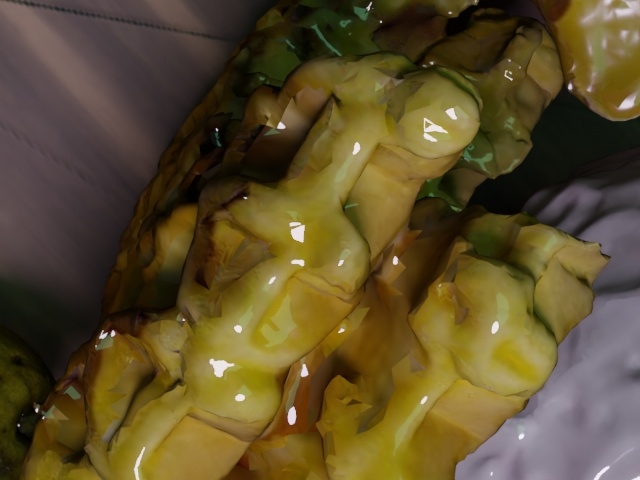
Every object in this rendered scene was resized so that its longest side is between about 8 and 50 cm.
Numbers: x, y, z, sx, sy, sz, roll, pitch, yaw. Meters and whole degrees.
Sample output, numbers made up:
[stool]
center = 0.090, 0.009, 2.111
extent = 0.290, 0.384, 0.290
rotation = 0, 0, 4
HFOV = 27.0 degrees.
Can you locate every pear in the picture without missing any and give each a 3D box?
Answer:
[pear]
center = -0.173, 0.083, 0.601
extent = 0.131, 0.107, 0.107
rotation = -3, 94, 18

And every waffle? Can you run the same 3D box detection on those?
[waffle]
center = 0.000, 0.000, 0.564
extent = 0.151, 0.324, 0.261
rotation = 37, 117, -10

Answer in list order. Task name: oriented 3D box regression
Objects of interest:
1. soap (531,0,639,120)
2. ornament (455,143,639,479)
[soap]
center = 0.137, -0.195, 0.615
extent = 0.143, 0.281, 0.259
rotation = -13, 98, 12
[ornament]
center = 0.215, 0.105, 0.628
extent = 0.337, 0.337, 0.337
rotation = -1, 92, -21
